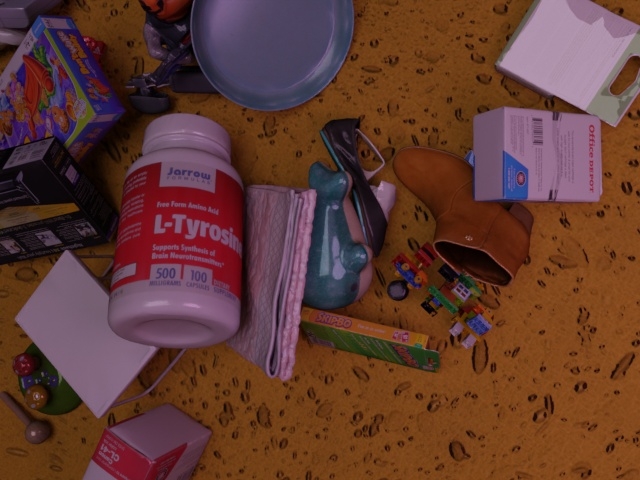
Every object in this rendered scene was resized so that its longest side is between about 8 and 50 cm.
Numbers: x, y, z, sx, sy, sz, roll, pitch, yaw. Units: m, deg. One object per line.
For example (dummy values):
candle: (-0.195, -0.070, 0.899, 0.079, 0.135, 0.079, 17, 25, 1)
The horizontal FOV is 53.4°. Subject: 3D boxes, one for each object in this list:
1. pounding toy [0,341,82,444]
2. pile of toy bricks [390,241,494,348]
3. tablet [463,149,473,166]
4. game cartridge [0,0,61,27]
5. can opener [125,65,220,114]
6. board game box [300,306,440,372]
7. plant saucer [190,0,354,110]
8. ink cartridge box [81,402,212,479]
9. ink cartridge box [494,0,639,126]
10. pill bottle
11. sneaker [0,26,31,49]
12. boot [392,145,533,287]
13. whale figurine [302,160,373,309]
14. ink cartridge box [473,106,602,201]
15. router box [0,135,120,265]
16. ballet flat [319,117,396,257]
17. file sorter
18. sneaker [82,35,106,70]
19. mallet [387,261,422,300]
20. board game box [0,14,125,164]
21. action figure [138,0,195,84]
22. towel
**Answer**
pounding toy: (-0.635, 0.326, 1.409, 0.183, 0.110, 0.237, 40, 100, 14)
pile of toy bricks: (0.240, 0.075, 1.130, 0.212, 0.105, 0.118, 45, 142, 3)
tablet: (0.277, -0.121, 1.186, 0.054, 0.006, 0.083, 39, 101, 14)
game cartridge: (-0.725, -0.557, 1.426, 0.297, 0.062, 0.198, 17, 56, 17)
can opener: (-0.279, -0.317, 1.343, 0.284, 0.076, 0.095, 5, 123, 17)
board game box: (0.095, 0.186, 1.176, 0.260, 0.124, 0.039, 14, 65, 18)
plant saucer: (-0.089, -0.402, 1.189, 0.317, 0.318, 0.043, -52, 35, 10)
ink cartridge box: (-0.374, 0.503, 1.263, 0.131, 0.226, 0.306, 29, 97, 16)
ink cartridge box: (0.451, -0.322, 1.110, 0.235, 0.056, 0.171, 33, 99, 12)
pill bottle: (-0.259, -0.022, 1.190, 0.229, 0.229, 0.407, -11, 63, 17)
sneaker: (-0.801, -0.467, 1.496, 0.305, 0.114, 0.152, 9, 115, 15)
boot: (0.222, -0.049, 1.089, 0.295, 0.211, 0.104, 31, 129, 13)
whale figurine: (0.000, 0.000, 1.152, 0.216, 0.141, 0.272, 31, 130, 47)
ink cartridge box: (0.363, -0.137, 1.064, 0.203, 0.086, 0.148, 1, 89, -24)
router box: (-0.627, -0.075, 1.352, 0.309, 0.243, 0.081, -10, 44, 17)
ballet flat: (0.086, -0.110, 1.204, 0.096, 0.095, 0.280, -21, 83, 2)
file sorter: (-0.439, 0.182, 1.317, 0.278, 0.173, 0.193, 43, 102, 14)
sneaker: (-0.504, -0.370, 1.395, 0.221, 0.087, 0.128, 42, 102, 13)
mallet: (0.195, 0.040, 1.198, 0.039, 0.062, 0.189, 41, 86, 13)
board game box: (-0.584, -0.269, 1.352, 0.347, 0.078, 0.233, -35, 83, 35)
action figure: (-0.250, -0.485, 1.219, 0.178, 0.330, 0.341, 41, 70, 5)
towel: (-0.105, 0.062, 1.172, 0.053, 0.317, 0.331, 8, 91, -23)
